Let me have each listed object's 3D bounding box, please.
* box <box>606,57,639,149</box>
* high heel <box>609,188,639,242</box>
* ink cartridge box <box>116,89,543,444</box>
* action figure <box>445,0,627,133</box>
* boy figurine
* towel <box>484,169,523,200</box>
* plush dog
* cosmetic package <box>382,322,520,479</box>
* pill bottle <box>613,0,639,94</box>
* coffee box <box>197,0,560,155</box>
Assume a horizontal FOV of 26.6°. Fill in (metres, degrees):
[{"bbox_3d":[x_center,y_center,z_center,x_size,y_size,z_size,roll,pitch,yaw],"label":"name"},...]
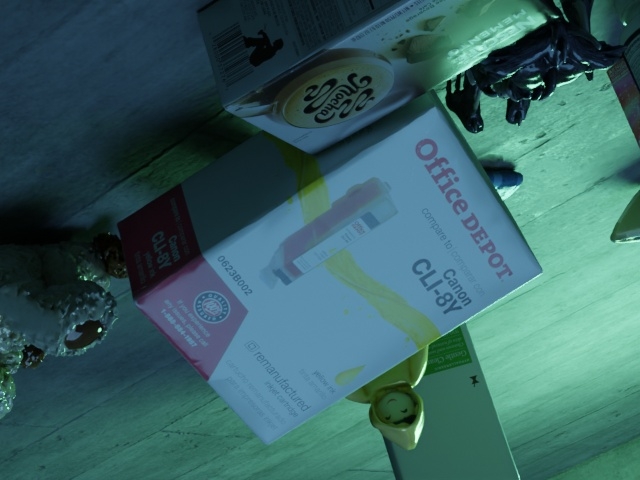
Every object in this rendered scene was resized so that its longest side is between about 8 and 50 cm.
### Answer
[{"bbox_3d":[0.512,-0.219,1.604,0.154,0.142,0.300,3,149,-40],"label":"box"},{"bbox_3d":[0.582,-0.044,2.101,0.261,0.093,0.186,-33,148,12],"label":"high heel"},{"bbox_3d":[0.012,0.009,1.520,0.384,0.160,0.279,-33,124,7],"label":"ink cartridge box"},{"bbox_3d":[0.211,-0.205,1.429,0.164,0.141,0.275,-10,171,-13],"label":"action figure"},{"bbox_3d":[0.076,0.170,1.979,0.177,0.285,0.092,-12,157,-5],"label":"boy figurine"},{"bbox_3d":[0.220,-0.072,1.864,0.119,0.029,0.067,0,150,-35],"label":"towel"},{"bbox_3d":[-0.346,0.069,1.622,0.262,0.211,0.225,-37,171,23],"label":"plush dog"},{"bbox_3d":[0.207,0.329,2.321,0.197,0.365,0.155,-17,157,-4],"label":"cosmetic package"},{"bbox_3d":[0.396,-0.200,1.496,0.108,0.193,0.108,-15,157,-6],"label":"pill bottle"},{"bbox_3d":[0.055,-0.217,1.304,0.297,0.119,0.168,-28,154,22],"label":"coffee box"}]
